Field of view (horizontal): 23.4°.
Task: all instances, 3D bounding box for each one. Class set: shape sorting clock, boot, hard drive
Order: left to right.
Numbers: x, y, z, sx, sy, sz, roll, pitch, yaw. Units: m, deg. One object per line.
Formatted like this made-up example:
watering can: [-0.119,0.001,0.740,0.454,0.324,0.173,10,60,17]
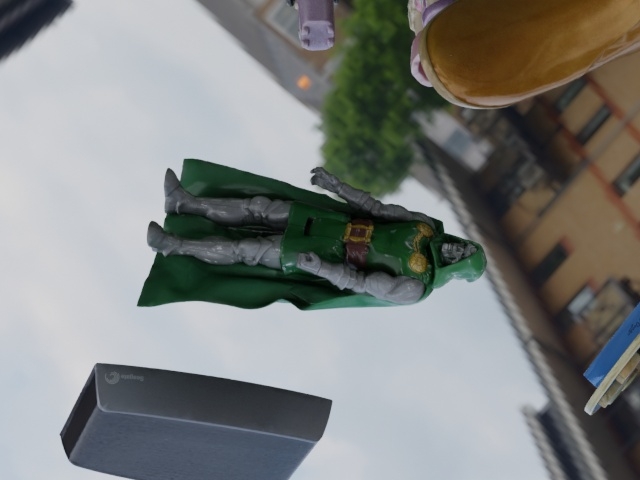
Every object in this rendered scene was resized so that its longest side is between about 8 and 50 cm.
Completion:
hard drive: [-0.131,0.202,1.611,0.254,0.172,0.054,11,-128,-19]
boot: [0.239,-0.201,1.285,0.295,0.211,0.104,-19,-92,-43]
shape sorting clock: [0.296,0.070,1.327,0.040,0.206,0.206,40,-165,18]

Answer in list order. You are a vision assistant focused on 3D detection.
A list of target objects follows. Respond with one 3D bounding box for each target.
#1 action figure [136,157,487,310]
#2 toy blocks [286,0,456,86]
action figure: [0.000,0.000,1.071,0.232,0.063,0.137,8,-124,6]
toy blocks: [0.114,-0.281,1.683,0.288,0.309,0.260,86,180,-52]
